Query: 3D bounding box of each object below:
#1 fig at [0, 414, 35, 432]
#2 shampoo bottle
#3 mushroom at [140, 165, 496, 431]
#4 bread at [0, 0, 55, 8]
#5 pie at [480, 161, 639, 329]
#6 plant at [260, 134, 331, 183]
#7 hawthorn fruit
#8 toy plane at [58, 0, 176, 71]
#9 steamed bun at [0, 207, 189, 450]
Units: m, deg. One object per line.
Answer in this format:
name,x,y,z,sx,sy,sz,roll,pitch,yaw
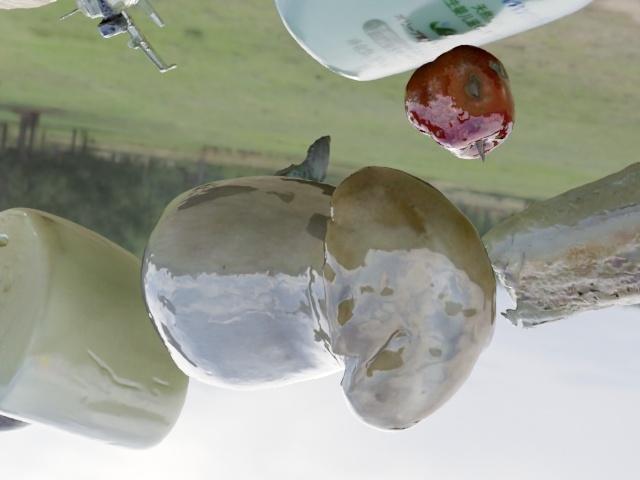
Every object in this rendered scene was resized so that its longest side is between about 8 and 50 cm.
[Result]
fig,-0.405,0.142,1.581,0.203,0.203,0.225,9,-152,13
shampoo bottle,0.143,-0.241,0.895,0.349,0.151,0.222,-15,157,30
mushroom,-0.013,0.020,0.494,0.088,0.097,0.212,32,167,-32
bread,-0.188,-0.224,0.782,0.119,0.152,0.288,54,169,-21
pie,0.266,-0.003,0.982,0.282,0.128,0.068,-21,-149,24
plant,0.000,0.000,1.245,0.142,0.203,0.131,-21,175,32
hawthorn fruit,0.111,-0.103,0.915,0.093,0.093,0.093,8,-177,0
toy plane,-0.270,-0.313,1.512,0.092,0.229,0.244,-37,-160,-25
steamed bun,-0.219,0.071,1.049,0.200,0.155,0.250,26,-171,-36
